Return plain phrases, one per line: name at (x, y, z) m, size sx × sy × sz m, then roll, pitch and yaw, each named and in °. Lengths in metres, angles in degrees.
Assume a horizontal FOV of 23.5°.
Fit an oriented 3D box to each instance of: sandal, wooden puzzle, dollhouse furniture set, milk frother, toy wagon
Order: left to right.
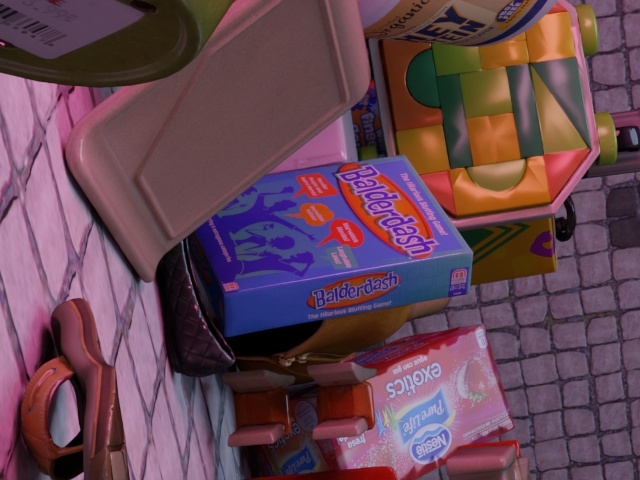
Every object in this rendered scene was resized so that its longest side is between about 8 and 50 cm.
sandal at (-0.123, 0.084, 0.752) m, size 0.180 × 0.049 × 0.072 m, roll -125°, pitch -152°, yaw -63°
wooden puzzle at (-0.064, -0.094, 1.046) m, size 0.044 × 0.238 × 0.221 m, roll 43°, pitch -11°, yaw 19°
dollhouse furniture set at (0.047, 0.236, 1.323) m, size 0.135 × 0.259 × 0.262 m, roll 22°, pitch 63°, yaw -74°
toy wagon at (0.160, -0.186, 1.616) m, size 0.068 × 0.267 × 0.344 m, roll 81°, pitch 1°, yaw -84°
milk frother at (0.340, -0.082, 1.901) m, size 0.129 × 0.134 × 0.143 m, roll -85°, pitch 167°, yaw -74°

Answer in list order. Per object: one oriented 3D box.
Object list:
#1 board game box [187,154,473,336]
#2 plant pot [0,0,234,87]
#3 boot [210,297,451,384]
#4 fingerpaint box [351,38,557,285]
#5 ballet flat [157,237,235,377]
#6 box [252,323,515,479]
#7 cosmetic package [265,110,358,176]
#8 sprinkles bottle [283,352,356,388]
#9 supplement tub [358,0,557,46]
board game box at (0.000, 0.000, 1.282) m, size 0.160 × 0.210 × 0.047 m, roll -121°, pitch -153°, yaw -51°
plant pot at (-0.090, -0.223, 0.633) m, size 0.275 × 0.274 × 0.294 m, roll 71°, pitch 26°, yaw -70°
boot at (-0.042, 0.080, 1.416) m, size 0.211 × 0.295 × 0.104 m, roll -7°, pitch 78°, yaw -47°
fingerpaint box at (0.083, -0.119, 1.978) m, size 0.445 × 0.371 × 0.163 m, roll -93°, pitch 173°, yaw -56°
ballet flat at (-0.101, 0.020, 1.194) m, size 0.057 × 0.049 × 0.173 m, roll 13°, pitch 67°, yaw -85°
box at (0.064, 0.183, 1.592) m, size 0.257 × 0.128 × 0.123 m, roll -19°, pitch 94°, yaw -42°
cosmetic package at (-0.063, -0.207, 1.547) m, size 0.230 × 0.161 × 0.453 m, roll 74°, pitch 8°, yaw -63°
sprinkles bottle at (0.000, 0.239, 1.693) m, size 0.121 × 0.121 × 0.355 m, roll 58°, pitch 22°, yaw -81°
supplement tub at (0.057, -0.288, 1.340) m, size 0.316 × 0.228 × 0.228 m, roll -4°, pitch 82°, yaw -46°
